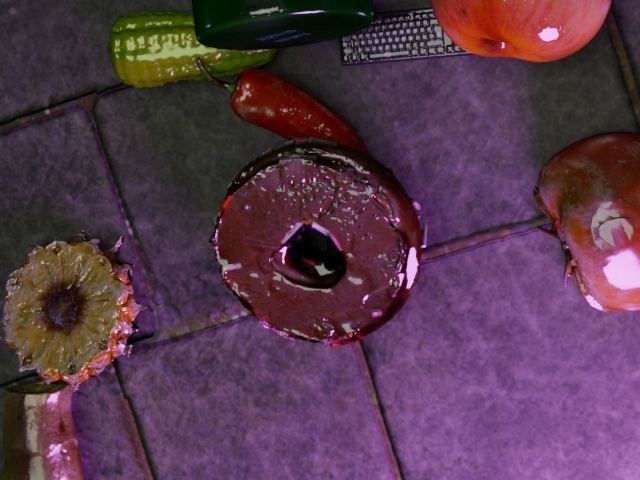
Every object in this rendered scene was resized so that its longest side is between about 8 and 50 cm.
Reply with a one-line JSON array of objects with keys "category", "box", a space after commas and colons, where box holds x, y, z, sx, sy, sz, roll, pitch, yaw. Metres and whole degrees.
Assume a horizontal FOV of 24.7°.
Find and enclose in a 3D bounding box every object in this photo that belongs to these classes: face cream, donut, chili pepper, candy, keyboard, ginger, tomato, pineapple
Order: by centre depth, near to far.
[{"category": "tomato", "box": [0.337, -0.018, 1.663, 0.181, 0.155, 0.214, -26, 88, 14]}, {"category": "face cream", "box": [-0.060, -0.412, 1.686, 0.313, 0.219, 0.356, -7, 88, 7]}, {"category": "donut", "box": [0.000, 0.000, 1.765, 0.270, 0.103, 0.269, 6, 114, 14]}, {"category": "keyboard", "box": [0.117, -0.251, 1.770, 0.198, 0.010, 0.063, -3, 98, 17]}, {"category": "chili pepper", "box": [-0.034, -0.151, 1.785, 0.272, 0.063, 0.071, 30, 111, -8]}, {"category": "candy", "box": [-0.156, -0.240, 1.812, 0.210, 0.097, 0.096, -1, 96, 8]}, {"category": "pineapple", "box": [-0.325, 0.085, 1.896, 0.221, 0.047, 0.221, -3, 78, 16]}, {"category": "ginger", "box": [-0.370, 0.311, 1.934, 0.109, 0.116, 0.262, 3, 94, -26]}]

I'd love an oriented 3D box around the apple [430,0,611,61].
[{"category": "apple", "box": [0.226, -0.284, 1.637, 0.210, 0.209, 0.164, 11, 80, 15]}]
